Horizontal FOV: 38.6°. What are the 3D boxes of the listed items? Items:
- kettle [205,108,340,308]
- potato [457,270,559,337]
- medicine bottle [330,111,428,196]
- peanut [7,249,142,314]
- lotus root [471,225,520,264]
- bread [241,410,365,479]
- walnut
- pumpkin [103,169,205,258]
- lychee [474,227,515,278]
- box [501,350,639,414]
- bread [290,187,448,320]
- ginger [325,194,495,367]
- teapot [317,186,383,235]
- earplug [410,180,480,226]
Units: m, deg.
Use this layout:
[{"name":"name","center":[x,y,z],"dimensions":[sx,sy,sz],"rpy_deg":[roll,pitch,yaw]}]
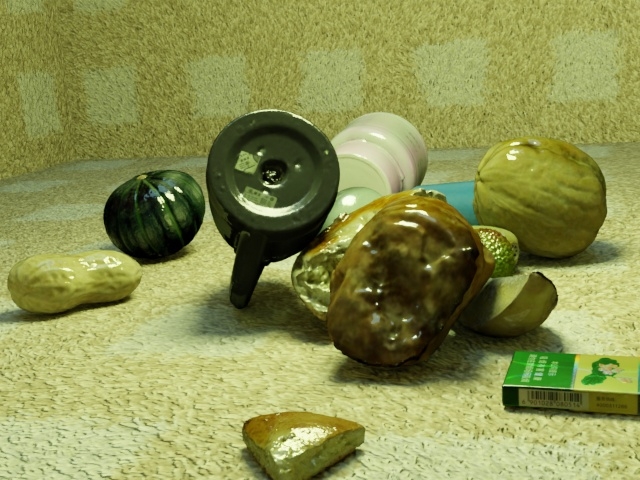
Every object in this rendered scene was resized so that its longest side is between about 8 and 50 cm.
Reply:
[{"name":"kettle","center":[-0.104,-0.031,1.659],"dimensions":[0.228,0.321,0.324],"rpy_deg":[14,-18,-2]},{"name":"potato","center":[0.282,0.117,1.444],"dimensions":[0.120,0.100,0.261],"rpy_deg":[33,-15,-18]},{"name":"medicine bottle","center":[0.122,-0.170,2.327],"dimensions":[0.256,0.256,0.325],"rpy_deg":[1,24,21]},{"name":"peanut","center":[-0.466,0.078,1.755],"dimensions":[0.256,0.124,0.123],"rpy_deg":[-6,12,-23]},{"name":"lotus root","center":[0.312,0.015,1.814],"dimensions":[0.183,0.090,0.077],"rpy_deg":[-1,7,44]},{"name":"bread","center":[-0.011,0.232,1.062],"dimensions":[0.136,0.054,0.154],"rpy_deg":[-5,15,-18]},{"name":"walnut","center":[0.439,-0.084,1.849],"dimensions":[0.282,0.283,0.227],"rpy_deg":[-4,33,3]},{"name":"pumpkin","center":[-0.383,-0.059,2.136],"dimensions":[0.249,0.216,0.250],"rpy_deg":[-15,42,14]},{"name":"lychee","center":[0.305,0.034,1.692],"dimensions":[0.114,0.114,0.146],"rpy_deg":[-6,33,-7]},{"name":"box","center":[0.361,0.183,1.182],"dimensions":[0.235,0.034,0.132],"rpy_deg":[1,14,20]},{"name":"bread","center":[0.073,0.036,1.582],"dimensions":[0.314,0.171,0.192],"rpy_deg":[-34,16,-25]},{"name":"ginger","center":[0.127,0.062,1.382],"dimensions":[0.200,0.269,0.223],"rpy_deg":[34,3,15]},{"name":"teapot","center":[0.112,0.004,1.790],"dimensions":[0.183,0.184,0.251],"rpy_deg":[-13,27,-34]},{"name":"earplug","center":[0.318,-0.080,2.166],"dimensions":[0.273,0.132,0.132],"rpy_deg":[1,13,38]}]
